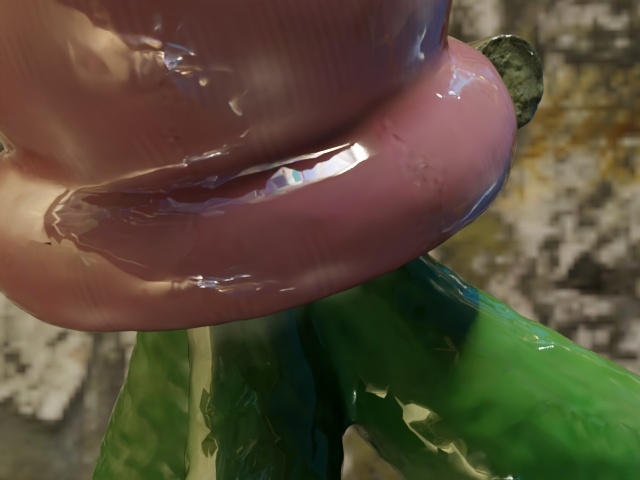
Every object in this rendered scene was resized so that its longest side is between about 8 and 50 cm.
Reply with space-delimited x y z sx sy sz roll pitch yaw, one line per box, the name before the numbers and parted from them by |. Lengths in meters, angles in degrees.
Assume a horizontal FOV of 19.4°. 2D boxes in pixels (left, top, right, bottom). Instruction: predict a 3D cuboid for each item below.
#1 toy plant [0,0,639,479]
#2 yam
toy plant | 0.000 -0.007 0.715 0.210 0.317 0.356 -46 126 -62
yam | 0.055 -0.088 1.166 0.253 0.061 0.061 177 -88 -66
